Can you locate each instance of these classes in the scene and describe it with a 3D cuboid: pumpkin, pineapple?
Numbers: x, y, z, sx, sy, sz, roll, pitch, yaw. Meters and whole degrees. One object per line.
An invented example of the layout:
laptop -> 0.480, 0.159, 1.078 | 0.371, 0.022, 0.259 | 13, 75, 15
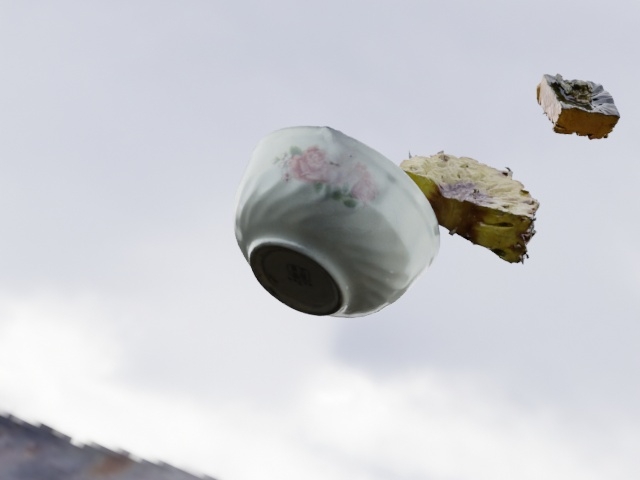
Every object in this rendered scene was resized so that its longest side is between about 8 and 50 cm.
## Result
pumpkin -> 0.286, -0.153, 2.024 | 0.074, 0.083, 0.054 | 4, -58, -15
pineapple -> 0.210, -0.056, 2.419 | 0.233, 0.135, 0.079 | 29, -64, 25

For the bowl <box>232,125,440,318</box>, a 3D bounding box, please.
bowl -> 0.000, 0.000, 2.309 | 0.277, 0.145, 0.277 | 23, -32, 16
